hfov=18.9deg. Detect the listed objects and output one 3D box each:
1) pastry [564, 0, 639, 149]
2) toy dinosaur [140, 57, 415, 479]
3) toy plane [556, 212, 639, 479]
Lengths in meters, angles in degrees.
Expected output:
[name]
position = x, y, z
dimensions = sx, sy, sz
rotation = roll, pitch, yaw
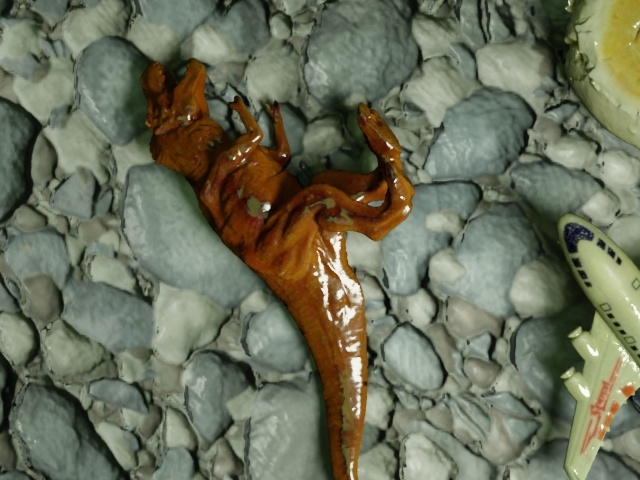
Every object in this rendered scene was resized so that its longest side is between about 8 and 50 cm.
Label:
[pastry]
position = 0.275, -0.155, 1.546
dimensions = 0.165, 0.088, 0.166
rotation = -1, 87, 13
[toy dinosaur]
position = 0.000, 0.000, 1.588
dimensions = 0.208, 0.097, 0.432
rotation = -34, 78, 21
[toy plane]
position = 0.269, 0.084, 1.526
dimensions = 0.242, 0.104, 0.256
rotation = -37, 81, 10
